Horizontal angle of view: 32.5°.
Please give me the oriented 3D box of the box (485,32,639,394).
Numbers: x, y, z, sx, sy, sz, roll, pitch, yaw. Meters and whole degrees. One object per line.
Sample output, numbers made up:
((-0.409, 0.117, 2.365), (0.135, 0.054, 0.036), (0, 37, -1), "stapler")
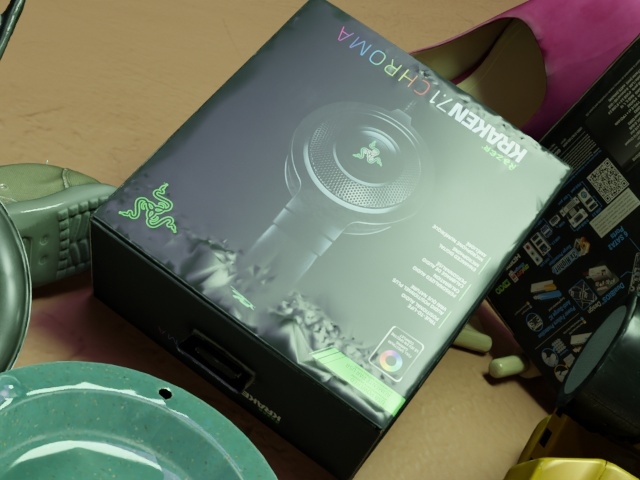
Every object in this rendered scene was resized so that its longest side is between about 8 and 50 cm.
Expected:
((0.274, 0.029, 0.863), (0.073, 0.295, 0.293), (-26, 72, -41), "box")

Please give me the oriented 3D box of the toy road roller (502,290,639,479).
((0.204, 0.217, 0.746), (0.202, 0.240, 0.329), (32, 71, 4), "toy road roller")

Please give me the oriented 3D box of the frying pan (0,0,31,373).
((-0.225, -0.013, 0.669), (0.197, 0.053, 0.326), (49, 64, -18), "frying pan")

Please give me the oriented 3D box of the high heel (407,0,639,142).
((0.102, -0.117, 0.937), (0.181, 0.377, 0.127), (-5, 71, -47), "high heel")

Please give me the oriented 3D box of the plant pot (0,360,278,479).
((-0.125, 0.181, 0.509), (0.293, 0.196, 0.293), (19, 35, -14), "plant pot")

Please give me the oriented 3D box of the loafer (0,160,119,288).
((-0.254, -0.002, 0.762), (0.087, 0.094, 0.251), (33, 29, 32), "loafer")

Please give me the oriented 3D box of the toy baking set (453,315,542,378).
((0.186, 0.049, 1.052), (0.256, 0.030, 0.197), (-1, 45, -37), "toy baking set")

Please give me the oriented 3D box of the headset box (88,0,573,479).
((0.000, 0.000, 0.814), (0.246, 0.131, 0.283), (36, 62, 9), "headset box")
